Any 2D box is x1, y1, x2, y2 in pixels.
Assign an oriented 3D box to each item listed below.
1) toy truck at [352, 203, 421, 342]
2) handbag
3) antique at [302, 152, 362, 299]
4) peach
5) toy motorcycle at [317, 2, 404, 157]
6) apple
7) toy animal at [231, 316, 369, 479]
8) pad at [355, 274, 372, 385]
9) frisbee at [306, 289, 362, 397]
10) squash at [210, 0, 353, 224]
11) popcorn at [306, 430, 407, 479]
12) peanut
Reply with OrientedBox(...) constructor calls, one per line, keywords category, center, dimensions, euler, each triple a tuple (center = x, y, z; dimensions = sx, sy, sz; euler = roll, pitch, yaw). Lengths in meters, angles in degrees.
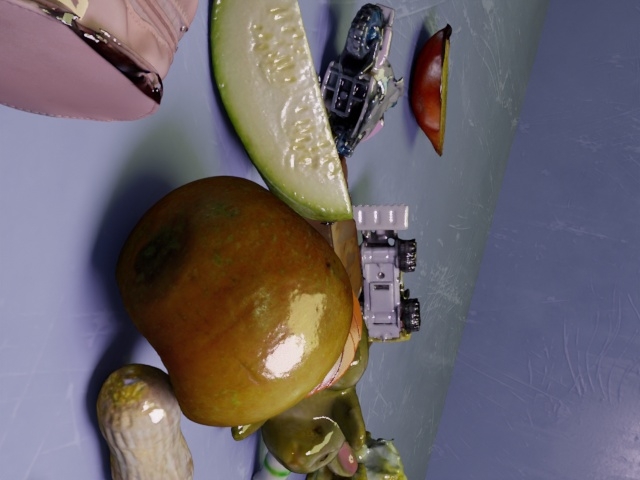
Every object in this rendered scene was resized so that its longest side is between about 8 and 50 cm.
OrientedBox(category="toy truck", center=(0.107, 0.054, 1.457), dimensions=(0.111, 0.136, 0.286), euler=(-77, 165, -64))
OrientedBox(category="handbag", center=(-0.166, -0.156, 0.505), dimensions=(0.205, 0.179, 0.116), euler=(43, 56, -70))
OrientedBox(category="antique", center=(0.000, 0.000, 1.201), dimensions=(0.310, 0.087, 0.093), euler=(81, 28, -48))
OrientedBox(category="peach", center=(0.220, -0.293, 1.644), dimensions=(0.189, 0.068, 0.279), euler=(-63, 156, -54))
OrientedBox(category="toy motorcycle", center=(0.069, -0.233, 1.215), dimensions=(0.204, 0.108, 0.239), euler=(-36, 161, -55))
OrientedBox(category="apple", center=(-0.087, 0.062, 0.803), dimensions=(0.207, 0.237, 0.237), euler=(-43, 150, -17))
OrientedBox(category="toy animal", center=(-0.020, 0.251, 1.177), dimensions=(0.180, 0.181, 0.363), euler=(-61, 156, -70))
OrientedBox(category="pad", center=(0.046, 0.223, 1.589), dimensions=(0.286, 0.018, 0.284), euler=(78, 32, -51))
OrientedBox(category="frisbee", center=(-0.039, 0.100, 1.020), dimensions=(0.035, 0.192, 0.192), euler=(138, -29, -74))
OrientedBox(category="squash", center=(-0.050, -0.158, 0.902), dimensions=(0.289, 0.111, 0.203), euler=(70, 7, -64))
OrientedBox(category="popcorn", center=(0.068, 0.442, 1.543), dimensions=(0.212, 0.198, 0.198), euler=(47, 59, -61))
OrientedBox(category="peanut", center=(-0.178, 0.211, 0.854), dimensions=(0.087, 0.087, 0.207), euler=(-55, 153, -46))
